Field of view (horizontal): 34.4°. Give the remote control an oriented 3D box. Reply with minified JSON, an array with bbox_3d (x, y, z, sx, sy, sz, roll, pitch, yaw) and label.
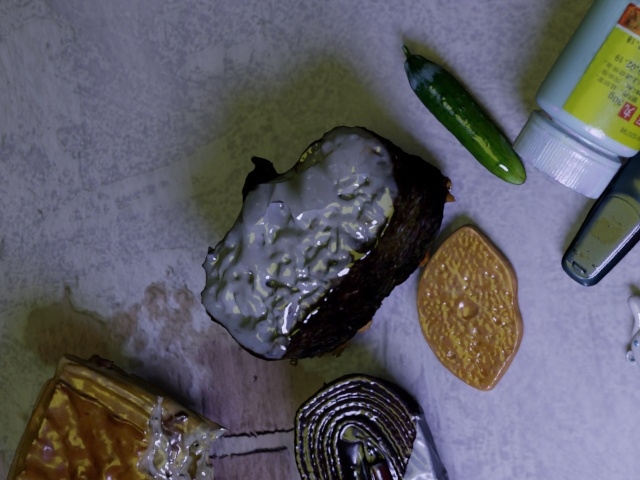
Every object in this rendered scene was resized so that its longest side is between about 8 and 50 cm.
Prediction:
[{"bbox_3d":[0.371,-0.039,1.247,0.072,0.042,0.222,40,111,18],"label":"remote control"}]

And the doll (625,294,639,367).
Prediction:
[{"bbox_3d":[0.412,0.120,1.230,0.135,0.071,0.113,53,133,22],"label":"doll"}]

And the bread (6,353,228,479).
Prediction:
[{"bbox_3d":[-0.261,0.361,1.536,0.370,0.191,0.314,28,100,12],"label":"bread"}]

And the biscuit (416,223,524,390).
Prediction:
[{"bbox_3d":[0.195,0.090,1.357,0.142,0.029,0.220,-11,88,27],"label":"biscuit"}]

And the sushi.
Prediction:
[{"bbox_3d":[0.000,0.000,1.367,0.348,0.207,0.234,-45,60,17],"label":"sushi"}]

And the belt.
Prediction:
[{"bbox_3d":[0.075,0.318,1.369,0.184,0.164,0.289,-20,81,2],"label":"belt"}]

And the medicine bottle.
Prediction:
[{"bbox_3d":[0.334,-0.175,1.204,0.139,0.139,0.225,38,109,21],"label":"medicine bottle"}]

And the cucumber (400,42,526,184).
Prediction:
[{"bbox_3d":[0.177,-0.165,1.339,0.056,0.056,0.250,-47,72,22],"label":"cucumber"}]
